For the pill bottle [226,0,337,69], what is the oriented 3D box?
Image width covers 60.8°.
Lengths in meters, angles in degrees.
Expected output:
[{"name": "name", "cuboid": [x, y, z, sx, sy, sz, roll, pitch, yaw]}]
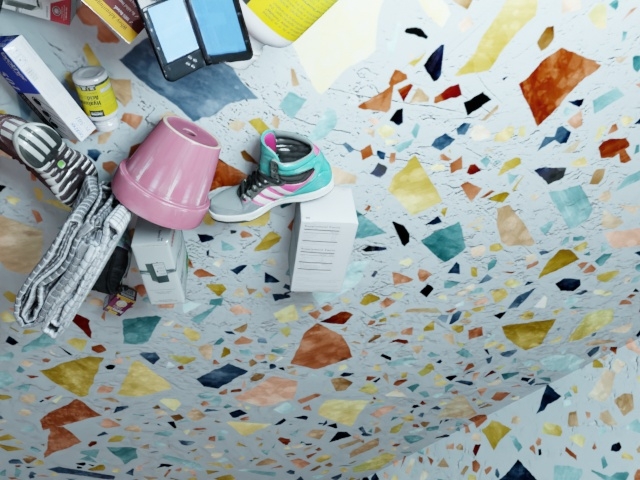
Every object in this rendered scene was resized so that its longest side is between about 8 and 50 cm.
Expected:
[{"name": "pill bottle", "cuboid": [-0.055, -0.437, 0.870, 0.334, 0.187, 0.188, -36, 129, 24]}]

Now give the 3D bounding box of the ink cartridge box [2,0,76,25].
[{"name": "ink cartridge box", "cuboid": [-0.480, -0.430, 0.905, 0.135, 0.056, 0.099, 10, 132, -18]}]

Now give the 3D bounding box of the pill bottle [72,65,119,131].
[{"name": "pill bottle", "cuboid": [-0.432, -0.273, 1.062, 0.065, 0.065, 0.116, -6, 136, -3]}]

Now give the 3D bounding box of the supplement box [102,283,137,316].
[{"name": "supplement box", "cuboid": [-0.548, 0.163, 1.492, 0.055, 0.043, 0.083, 30, 124, -34]}]

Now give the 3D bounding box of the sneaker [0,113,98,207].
[{"name": "sneaker", "cuboid": [-0.580, -0.178, 1.128, 0.163, 0.106, 0.281, 28, 159, 12]}]

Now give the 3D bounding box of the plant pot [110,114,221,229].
[{"name": "plant pot", "cuboid": [-0.302, -0.149, 1.130, 0.201, 0.201, 0.180, 22, 112, -28]}]

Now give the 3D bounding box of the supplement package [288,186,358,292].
[{"name": "supplement package", "cuboid": [0.000, 0.000, 1.347, 0.134, 0.139, 0.244, 2, 135, -9]}]

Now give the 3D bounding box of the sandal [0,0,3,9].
[{"name": "sandal", "cuboid": [-0.533, -0.371, 0.806, 0.107, 0.167, 0.445, 12, 123, -29]}]

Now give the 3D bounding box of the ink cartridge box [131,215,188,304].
[{"name": "ink cartridge box", "cuboid": [-0.379, 0.031, 1.312, 0.087, 0.153, 0.208, -3, 134, -4]}]

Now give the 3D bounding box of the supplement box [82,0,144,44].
[{"name": "supplement box", "cuboid": [-0.303, -0.449, 0.825, 0.194, 0.129, 0.191, -43, 128, 7]}]

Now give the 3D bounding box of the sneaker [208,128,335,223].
[{"name": "sneaker", "cuboid": [-0.123, -0.147, 1.190, 0.296, 0.123, 0.178, -18, 140, -2]}]

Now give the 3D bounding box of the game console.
[{"name": "game console", "cuboid": [-0.187, -0.322, 0.818, 0.124, 0.085, 0.144, -39, 133, -30]}]

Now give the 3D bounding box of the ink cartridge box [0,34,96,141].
[{"name": "ink cartridge box", "cuboid": [-0.524, -0.281, 1.021, 0.097, 0.046, 0.207, 14, 147, 36]}]

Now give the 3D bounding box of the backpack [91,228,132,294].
[{"name": "backpack", "cuboid": [-0.531, 0.041, 1.325, 0.152, 0.115, 0.182, 8, 134, -33]}]

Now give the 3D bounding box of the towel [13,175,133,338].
[{"name": "towel", "cuboid": [-0.495, 0.022, 1.111, 0.121, 0.235, 0.283, 30, 107, -18]}]
